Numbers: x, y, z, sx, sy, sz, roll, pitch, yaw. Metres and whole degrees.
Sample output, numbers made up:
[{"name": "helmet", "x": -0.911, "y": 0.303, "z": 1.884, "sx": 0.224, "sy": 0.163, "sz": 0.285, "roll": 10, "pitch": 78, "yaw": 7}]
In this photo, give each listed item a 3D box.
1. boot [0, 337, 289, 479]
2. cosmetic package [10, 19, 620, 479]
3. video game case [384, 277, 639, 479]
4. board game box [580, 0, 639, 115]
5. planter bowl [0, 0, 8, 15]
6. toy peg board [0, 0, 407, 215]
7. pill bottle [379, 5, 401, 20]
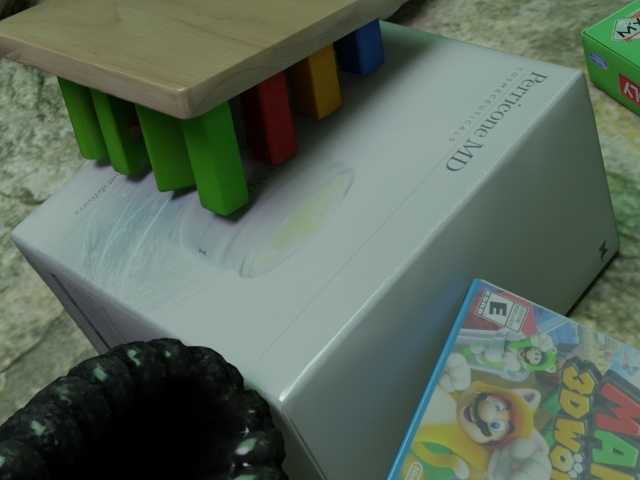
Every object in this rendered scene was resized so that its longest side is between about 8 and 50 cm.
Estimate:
[{"name": "boot", "x": -0.161, "y": 0.202, "z": 0.378, "sx": 0.260, "sy": 0.131, "sz": 0.348, "roll": -26, "pitch": 34, "yaw": 40}, {"name": "cosmetic package", "x": 0.000, "y": 0.000, "z": 0.572, "sx": 0.225, "sy": 0.138, "sz": 0.224, "roll": 25, "pitch": 62, "yaw": 39}, {"name": "video game case", "x": 0.119, "y": 0.099, "z": 0.441, "sx": 0.166, "sy": 0.015, "sz": 0.119, "roll": 25, "pitch": 62, "yaw": 6}, {"name": "board game box", "x": 0.347, "y": -0.143, "z": 0.615, "sx": 0.317, "sy": 0.046, "sz": 0.213, "roll": -31, "pitch": 42, "yaw": -6}, {"name": "planter bowl", "x": -0.365, "y": -0.235, "z": 0.982, "sx": 0.162, "sy": 0.162, "sz": 0.109, "roll": -13, "pitch": 70, "yaw": 13}, {"name": "toy peg board", "x": -0.053, "y": -0.090, "z": 0.543, "sx": 0.161, "sy": 0.079, "sz": 0.161, "roll": 23, "pitch": 45, "yaw": 40}, {"name": "pill bottle", "x": 0.031, "y": -0.239, "z": 0.809, "sx": 0.118, "sy": 0.117, "sz": 0.208, "roll": 7, "pitch": 51, "yaw": 31}]
